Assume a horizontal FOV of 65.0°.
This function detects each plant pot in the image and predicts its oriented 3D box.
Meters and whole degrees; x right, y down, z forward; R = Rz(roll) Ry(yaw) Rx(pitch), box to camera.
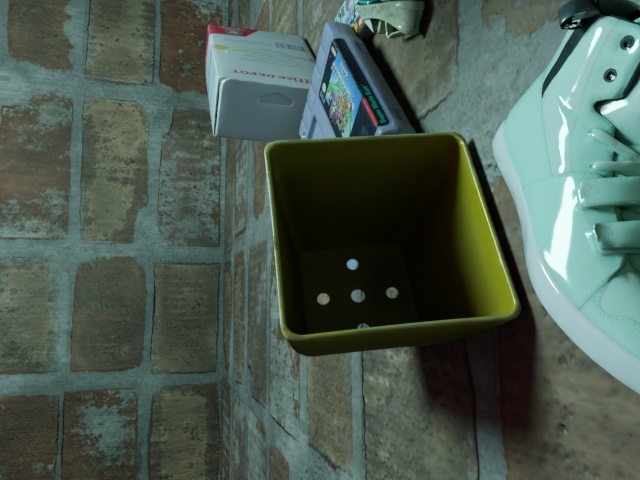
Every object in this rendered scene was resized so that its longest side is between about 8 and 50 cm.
[{"bbox_3d":[0.055,0.027,0.555,0.187,0.213,0.212,97,166,-61],"label":"plant pot"}]

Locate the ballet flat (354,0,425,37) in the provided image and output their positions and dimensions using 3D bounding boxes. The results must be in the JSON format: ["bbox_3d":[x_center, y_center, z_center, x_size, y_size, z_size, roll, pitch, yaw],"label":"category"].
[{"bbox_3d":[0.089,-0.309,0.695,0.168,0.057,0.052,-124,30,-61],"label":"ballet flat"}]

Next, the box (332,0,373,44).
[{"bbox_3d":[0.056,-0.362,0.838,0.137,0.027,0.093,146,123,-68],"label":"box"}]

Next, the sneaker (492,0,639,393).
[{"bbox_3d":[0.187,-0.040,0.291,0.151,0.094,0.255,104,161,-49],"label":"sneaker"}]

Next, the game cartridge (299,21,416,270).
[{"bbox_3d":[0.043,-0.148,0.766,0.230,0.068,0.354,103,156,-47],"label":"game cartridge"}]

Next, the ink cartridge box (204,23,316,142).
[{"bbox_3d":[-0.123,-0.335,1.062,0.306,0.227,0.131,-107,26,-46],"label":"ink cartridge box"}]
